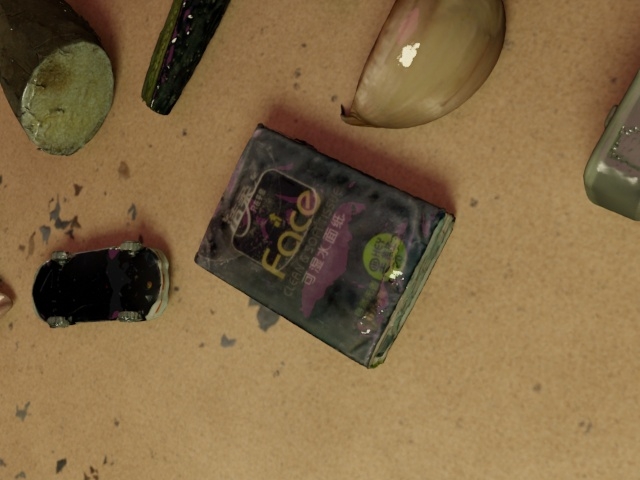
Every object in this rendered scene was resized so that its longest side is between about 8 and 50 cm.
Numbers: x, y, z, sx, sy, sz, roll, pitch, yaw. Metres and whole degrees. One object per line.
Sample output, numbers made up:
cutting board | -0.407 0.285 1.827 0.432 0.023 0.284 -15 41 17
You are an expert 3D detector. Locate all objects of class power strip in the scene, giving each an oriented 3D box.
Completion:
power strip | 0.288 -0.150 0.549 0.059 0.193 0.265 30 95 24

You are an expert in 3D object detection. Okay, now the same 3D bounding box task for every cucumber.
cucumber | -0.155 -0.253 0.859 0.078 0.062 0.212 35 106 60

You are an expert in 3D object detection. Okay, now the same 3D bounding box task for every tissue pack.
tissue pack | 0.000 0.000 0.732 0.235 0.073 0.174 29 94 26

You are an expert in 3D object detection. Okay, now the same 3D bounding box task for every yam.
yam | -0.364 -0.243 0.911 0.154 0.154 0.254 -45 62 13

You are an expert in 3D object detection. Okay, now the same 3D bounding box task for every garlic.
garlic | 0.098 -0.186 0.692 0.128 0.115 0.207 41 103 19

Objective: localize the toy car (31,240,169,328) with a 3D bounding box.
toy car | -0.270 0.057 0.864 0.204 0.056 0.096 -7 79 28

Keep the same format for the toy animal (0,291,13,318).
toy animal | -0.532 0.015 0.952 0.165 0.149 0.248 -20 81 39
